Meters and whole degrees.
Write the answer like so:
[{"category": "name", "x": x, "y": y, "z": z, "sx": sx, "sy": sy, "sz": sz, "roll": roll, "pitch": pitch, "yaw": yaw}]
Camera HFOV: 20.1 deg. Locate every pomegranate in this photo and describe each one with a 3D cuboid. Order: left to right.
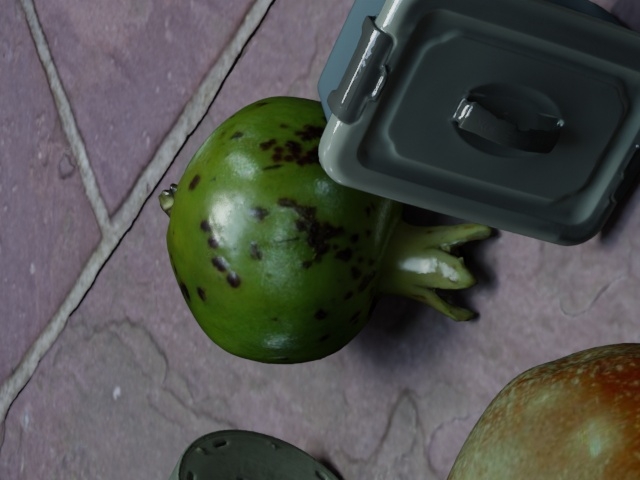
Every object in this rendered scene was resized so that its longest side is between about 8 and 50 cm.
[{"category": "pomegranate", "x": 0.000, "y": 0.000, "z": 1.398, "sx": 0.263, "sy": 0.211, "sz": 0.211, "roll": 16, "pitch": 101, "yaw": 8}]

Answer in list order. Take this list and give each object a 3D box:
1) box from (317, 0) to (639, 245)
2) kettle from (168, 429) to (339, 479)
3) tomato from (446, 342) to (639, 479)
[{"category": "box", "x": 0.114, "y": -0.102, "z": 1.221, "sx": 0.162, "sy": 0.227, "sz": 0.130, "roll": -64, "pitch": 24, "yaw": 25}, {"category": "kettle", "x": -0.090, "y": 0.315, "z": 1.452, "sx": 0.255, "sy": 0.165, "sz": 0.240, "roll": -59, "pitch": 20, "yaw": 29}, {"category": "tomato", "x": 0.192, "y": 0.206, "z": 1.044, "sx": 0.303, "sy": 0.239, "sz": 0.303, "roll": -19, "pitch": 67, "yaw": 53}]
